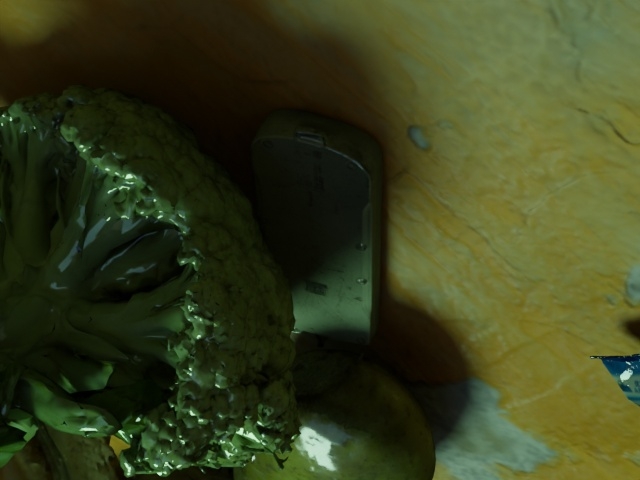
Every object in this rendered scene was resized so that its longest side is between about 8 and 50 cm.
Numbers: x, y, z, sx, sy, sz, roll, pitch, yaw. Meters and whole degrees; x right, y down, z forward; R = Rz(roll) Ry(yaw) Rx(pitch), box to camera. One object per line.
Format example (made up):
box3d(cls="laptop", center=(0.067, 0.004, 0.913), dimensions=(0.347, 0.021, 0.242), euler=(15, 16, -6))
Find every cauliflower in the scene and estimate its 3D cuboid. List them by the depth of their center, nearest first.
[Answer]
box3d(cls="cauliflower", center=(-0.149, 0.049, 0.897), dimensions=(0.272, 0.250, 0.275), euler=(61, 155, -12))

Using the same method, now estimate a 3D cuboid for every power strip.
box3d(cls="power strip", center=(0.000, 0.000, 0.942), dimensions=(0.080, 0.029, 0.227), euler=(16, 143, 14))

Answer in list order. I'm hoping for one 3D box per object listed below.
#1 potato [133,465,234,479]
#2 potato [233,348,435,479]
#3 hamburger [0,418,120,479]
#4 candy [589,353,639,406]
box3d(cls="potato", center=(-0.050, 0.284, 1.225), dimensions=(0.296, 0.141, 0.191), euler=(42, 179, -36))
box3d(cls="potato", center=(0.009, 0.156, 1.065), dimensions=(0.149, 0.113, 0.251), euler=(23, 140, 7))
box3d(cls="hamburger", center=(-0.305, 0.154, 1.208), dimensions=(0.209, 0.162, 0.330), euler=(-4, 112, 52))
box3d(cls="candy", center=(0.241, 0.103, 0.901), dimensions=(0.136, 0.038, 0.088), euler=(38, 148, -29))
